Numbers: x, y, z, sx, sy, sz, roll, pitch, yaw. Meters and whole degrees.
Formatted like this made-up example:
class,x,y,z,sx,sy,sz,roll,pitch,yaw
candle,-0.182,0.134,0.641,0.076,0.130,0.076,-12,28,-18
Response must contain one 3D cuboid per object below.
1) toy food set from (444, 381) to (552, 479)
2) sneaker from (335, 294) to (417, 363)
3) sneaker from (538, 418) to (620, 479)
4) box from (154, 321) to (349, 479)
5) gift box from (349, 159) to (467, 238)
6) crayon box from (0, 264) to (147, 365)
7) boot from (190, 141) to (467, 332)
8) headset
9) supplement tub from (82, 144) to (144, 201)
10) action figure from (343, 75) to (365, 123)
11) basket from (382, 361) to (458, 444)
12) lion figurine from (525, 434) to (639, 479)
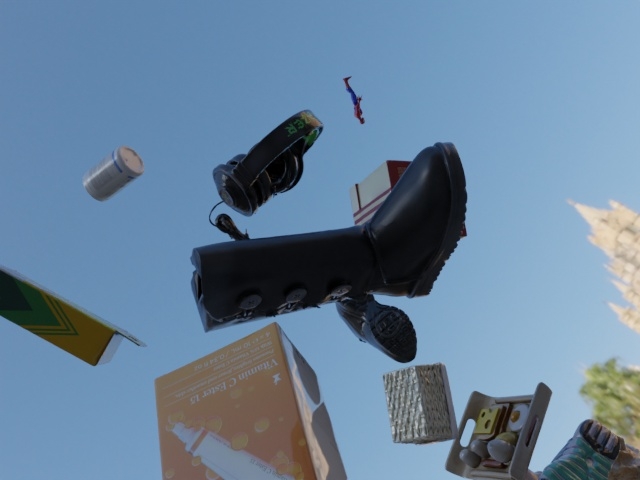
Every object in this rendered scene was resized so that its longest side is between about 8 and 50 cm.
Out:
class,x,y,z,sx,sy,sz,roll,pitch,yaw
toy food set,0.407,0.446,1.660,0.220,0.092,0.306,-64,10,-21
sneaker,0.138,0.214,1.758,0.109,0.286,0.130,-27,-43,-22
sneaker,0.338,0.338,0.962,0.223,0.083,0.098,-24,-32,-46
box,-0.089,0.324,0.986,0.215,0.345,0.168,-26,-46,5
gift box,0.250,-0.063,1.981,0.276,0.255,0.258,5,-20,-24
crayon box,-0.503,0.160,1.386,0.081,0.318,0.202,-62,3,-12
boot,0.000,0.002,1.217,0.445,0.146,0.367,-5,-43,-12
headset,-0.121,-0.123,1.577,0.394,0.185,0.243,-42,-2,40
supplement tub,-0.403,-0.131,1.377,0.107,0.071,0.071,-30,-32,23
action figure,0.083,-0.330,1.667,0.030,0.038,0.115,-18,-77,-7
basket,0.213,0.355,1.530,0.103,0.167,0.113,12,-28,-44
lion figurine,0.597,0.585,1.740,0.392,0.142,0.240,-33,3,17
